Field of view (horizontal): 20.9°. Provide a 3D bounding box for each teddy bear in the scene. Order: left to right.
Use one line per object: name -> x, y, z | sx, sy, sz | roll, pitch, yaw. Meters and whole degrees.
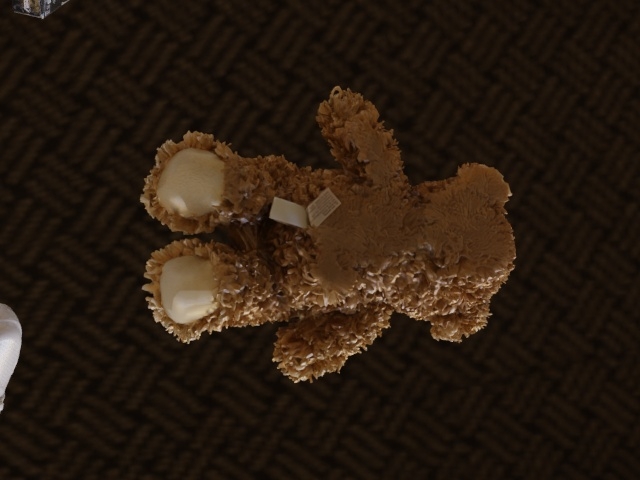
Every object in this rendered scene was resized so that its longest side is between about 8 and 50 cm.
teddy bear -> 0.000, 0.000, 1.494 | 0.338, 0.113, 0.245 | -17, 88, -27

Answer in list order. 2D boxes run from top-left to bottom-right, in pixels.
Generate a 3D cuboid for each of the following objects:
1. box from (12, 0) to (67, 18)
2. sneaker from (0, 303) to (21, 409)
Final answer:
box -> -0.279, -0.364, 1.913 | 0.184, 0.045, 0.190 | -55, 154, -54
sneaker -> -0.341, 0.215, 1.682 | 0.108, 0.169, 0.292 | 3, 127, -49
